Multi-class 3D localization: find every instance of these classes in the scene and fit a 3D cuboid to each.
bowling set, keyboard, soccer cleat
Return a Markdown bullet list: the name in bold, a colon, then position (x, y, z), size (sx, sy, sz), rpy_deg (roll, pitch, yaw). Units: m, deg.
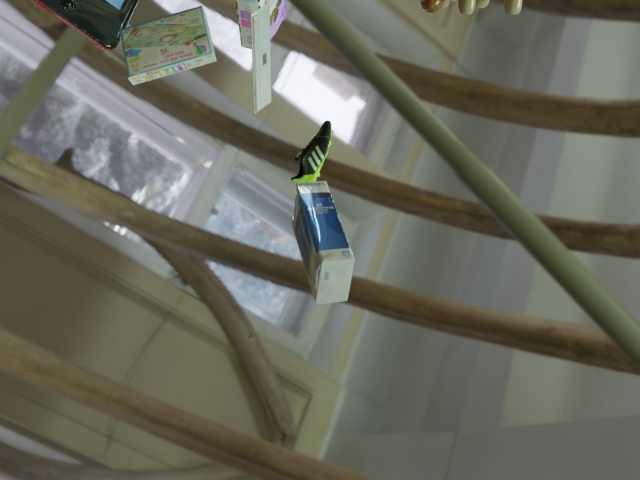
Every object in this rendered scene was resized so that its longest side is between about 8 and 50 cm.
- **bowling set**: position (0.340, -0.633, 1.798), size (0.287, 0.200, 0.154), rpy_deg (31, -49, 45)
- **keyboard**: position (-0.140, -0.427, 1.772), size (0.072, 0.014, 0.256), rpy_deg (-52, 154, -44)
- **soccer cleat**: position (-0.020, -0.218, 1.863), size (0.060, 0.072, 0.179), rpy_deg (-130, -123, -68)

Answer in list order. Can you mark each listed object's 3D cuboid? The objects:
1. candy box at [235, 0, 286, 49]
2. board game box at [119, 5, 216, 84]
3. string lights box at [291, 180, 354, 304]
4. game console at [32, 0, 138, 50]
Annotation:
- **candy box**: position (-0.156, -0.629, 1.967), size (0.196, 0.070, 0.165), rpy_deg (88, 22, -55)
- **board game box**: position (-0.268, -0.342, 1.306), size (0.154, 0.026, 0.103), rpy_deg (-15, -109, 3)
- **string lights box**: position (0.000, 0.000, 1.665), size (0.133, 0.076, 0.260), rpy_deg (99, -19, -44)
- **game console**: position (-0.568, -0.699, 1.787), size (0.060, 0.342, 0.387), rpy_deg (-9, -124, 52)
